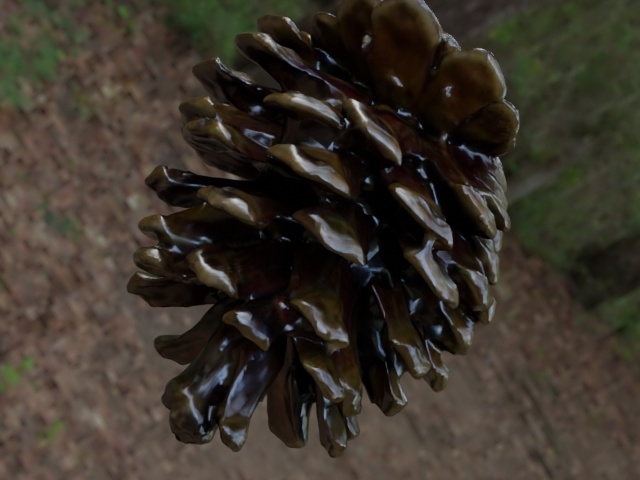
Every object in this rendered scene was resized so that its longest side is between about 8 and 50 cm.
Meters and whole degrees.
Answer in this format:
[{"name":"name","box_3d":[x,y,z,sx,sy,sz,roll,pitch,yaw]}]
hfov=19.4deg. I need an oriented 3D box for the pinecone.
[{"name":"pinecone","box_3d":[0.002,0.001,0.858,0.185,0.168,0.212,72,33,-55]}]
